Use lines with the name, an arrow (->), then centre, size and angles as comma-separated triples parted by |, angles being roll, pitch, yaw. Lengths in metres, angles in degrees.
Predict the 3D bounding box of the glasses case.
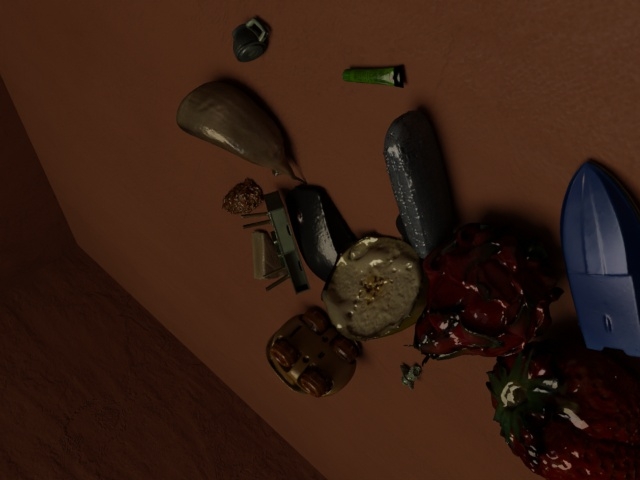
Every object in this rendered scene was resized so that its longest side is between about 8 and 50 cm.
glasses case -> 0.180, -0.091, 0.938 | 0.067, 0.109, 0.282 | 12, 135, 42

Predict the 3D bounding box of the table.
table -> -0.117, 0.015, 1.341 | 0.121, 0.111, 0.240 | -115, 8, -63

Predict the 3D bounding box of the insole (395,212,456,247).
insole -> 0.293, 0.056, 1.065 | 0.348, 0.009, 0.119 | 39, 147, 14

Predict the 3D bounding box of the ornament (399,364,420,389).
ornament -> 0.245, 0.375, 1.464 | 0.092, 0.041, 0.068 | 159, 94, -70

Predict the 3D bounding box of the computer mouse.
computer mouse -> -0.003, 0.004, 1.305 | 0.168, 0.087, 0.295 | -3, 121, 57

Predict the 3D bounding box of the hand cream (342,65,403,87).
hand cream -> 0.091, -0.283, 0.914 | 0.122, 0.023, 0.036 | 17, 127, 40

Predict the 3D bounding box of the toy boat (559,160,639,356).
toy boat -> 0.427, 0.021, 0.788 | 0.129, 0.088, 0.295 | 0, 115, 53

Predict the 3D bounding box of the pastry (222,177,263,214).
pastry -> -0.224, -0.111, 1.479 | 0.087, 0.063, 0.169 | 56, 150, -10

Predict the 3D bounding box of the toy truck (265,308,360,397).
toy truck -> -0.032, 0.352, 1.632 | 0.288, 0.204, 0.211 | 40, 152, 14

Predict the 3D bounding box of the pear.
pear -> 0.147, 0.131, 1.186 | 0.267, 0.267, 0.178 | 13, 161, 45

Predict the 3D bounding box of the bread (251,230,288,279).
bread -> -0.149, 0.045, 1.605 | 0.077, 0.105, 0.152 | 4, 97, 50

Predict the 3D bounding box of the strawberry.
strawberry -> 0.457, 0.306, 0.939 | 0.288, 0.250, 0.238 | 11, 179, -10

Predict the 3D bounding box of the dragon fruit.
dragon fruit -> 0.261, 0.101, 0.915 | 0.233, 0.293, 0.234 | 55, -168, -18

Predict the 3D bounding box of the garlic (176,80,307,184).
garlic -> -0.181, -0.255, 1.225 | 0.338, 0.151, 0.196 | 29, 173, 17

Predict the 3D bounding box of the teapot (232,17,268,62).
teapot -> -0.140, -0.400, 1.049 | 0.088, 0.066, 0.057 | -32, 81, 38
